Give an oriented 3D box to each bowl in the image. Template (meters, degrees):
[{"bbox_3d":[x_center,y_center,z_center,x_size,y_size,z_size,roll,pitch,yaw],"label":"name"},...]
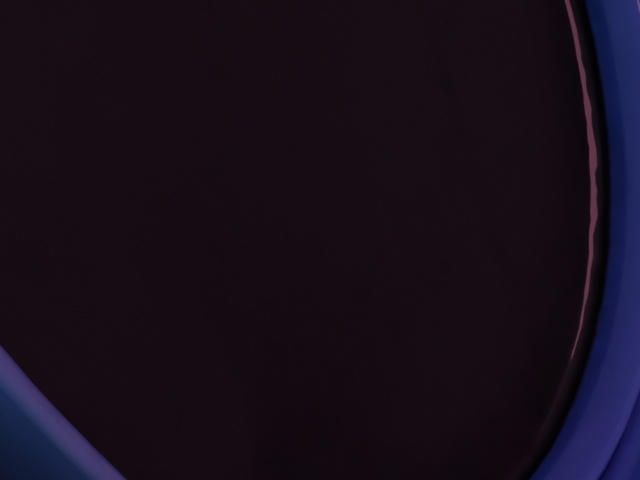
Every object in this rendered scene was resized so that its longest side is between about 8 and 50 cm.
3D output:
[{"bbox_3d":[-0.002,-0.082,0.461,0.391,0.077,0.391,22,59,-42],"label":"bowl"}]
